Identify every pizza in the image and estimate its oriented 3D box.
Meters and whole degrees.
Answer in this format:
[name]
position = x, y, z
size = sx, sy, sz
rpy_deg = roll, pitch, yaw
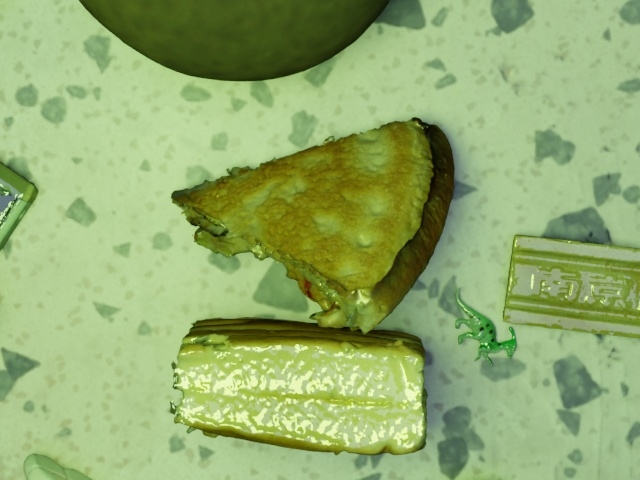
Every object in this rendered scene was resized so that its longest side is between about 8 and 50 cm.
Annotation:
[pizza]
position = 0.000, 0.000, 1.527
size = 0.287, 0.251, 0.074
rpy_deg = -15, 129, 7

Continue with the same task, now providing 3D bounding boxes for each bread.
[bread]
position = -0.019, 0.135, 1.517
size = 0.246, 0.239, 0.111
rpy_deg = 5, 90, 2

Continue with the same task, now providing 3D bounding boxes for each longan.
[longan]
position = -0.088, -0.289, 1.471
size = 0.350, 0.288, 0.288
rpy_deg = 14, 93, -18

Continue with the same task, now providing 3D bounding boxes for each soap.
[soap]
position = 0.314, 0.052, 1.605
size = 0.252, 0.037, 0.092
rpy_deg = 7, 94, 1

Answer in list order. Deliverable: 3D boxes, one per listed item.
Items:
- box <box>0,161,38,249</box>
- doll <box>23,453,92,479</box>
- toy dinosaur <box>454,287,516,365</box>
[box]
position = -0.453, -0.045, 1.613
size = 0.270, 0.045, 0.211
rpy_deg = 36, 92, 0
[doll]
position = -0.349, 0.344, 1.596
size = 0.208, 0.144, 0.272
rpy_deg = 12, 96, -20
[toy dinosaur]
position = 0.170, 0.089, 1.618
size = 0.062, 0.021, 0.083
rpy_deg = -3, 97, -6
